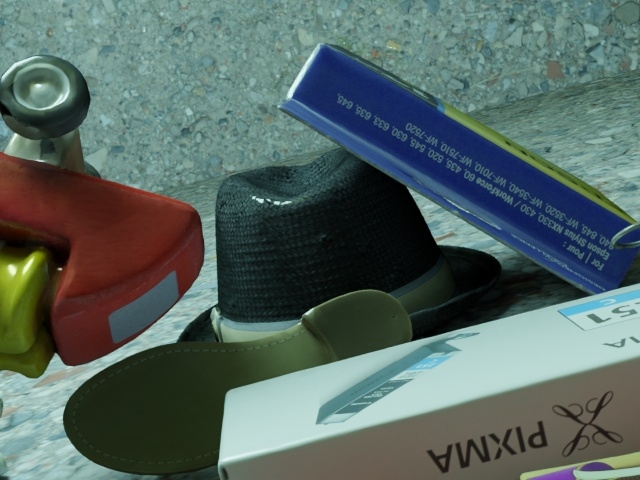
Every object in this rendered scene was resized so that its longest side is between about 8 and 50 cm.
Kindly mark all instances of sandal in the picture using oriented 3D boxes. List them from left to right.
[{"bbox_3d":[-0.052,0.107,0.780,0.240,0.088,0.079,-19,-22,-15],"label":"sandal"}]

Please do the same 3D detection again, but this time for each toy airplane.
[{"bbox_3d":[-0.313,0.046,0.709,0.384,0.272,0.386,-30,-34,29],"label":"toy airplane"}]

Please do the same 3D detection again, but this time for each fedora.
[{"bbox_3d":[0.000,0.000,1.020,0.334,0.152,0.334,-14,10,2],"label":"fedora"}]

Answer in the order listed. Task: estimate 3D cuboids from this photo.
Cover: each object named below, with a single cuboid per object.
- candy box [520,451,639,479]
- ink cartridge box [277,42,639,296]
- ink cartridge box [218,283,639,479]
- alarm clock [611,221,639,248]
[{"bbox_3d":[0.132,0.128,0.362,0.109,0.053,0.186,-13,16,7],"label":"candy box"},{"bbox_3d":[0.121,-0.070,0.961,0.304,0.072,0.307,30,8,-3],"label":"ink cartridge box"},{"bbox_3d":[0.099,0.101,0.563,0.296,0.066,0.261,-15,9,-2],"label":"ink cartridge box"},{"bbox_3d":[0.258,-0.002,0.723,0.192,0.064,0.129,2,-24,-33],"label":"alarm clock"}]
